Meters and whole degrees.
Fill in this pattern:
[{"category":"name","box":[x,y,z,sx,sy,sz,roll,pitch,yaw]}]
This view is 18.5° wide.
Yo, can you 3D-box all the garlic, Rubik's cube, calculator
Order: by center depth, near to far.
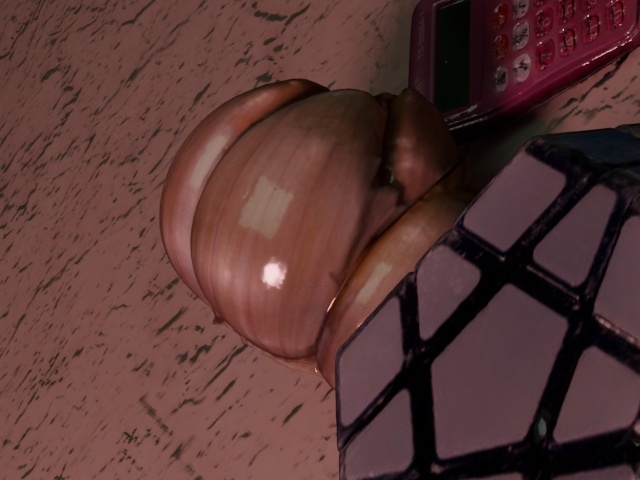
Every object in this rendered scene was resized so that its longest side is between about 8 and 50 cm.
[{"category":"Rubik's cube","box":[0.156,0.102,0.743,0.319,0.319,0.264,-142,56,-59]},{"category":"garlic","box":[0.000,0.000,1.150,0.214,0.160,0.191,-138,60,-63]},{"category":"calculator","box":[0.126,-0.129,1.210,0.190,0.034,0.126,-26,43,35]}]
